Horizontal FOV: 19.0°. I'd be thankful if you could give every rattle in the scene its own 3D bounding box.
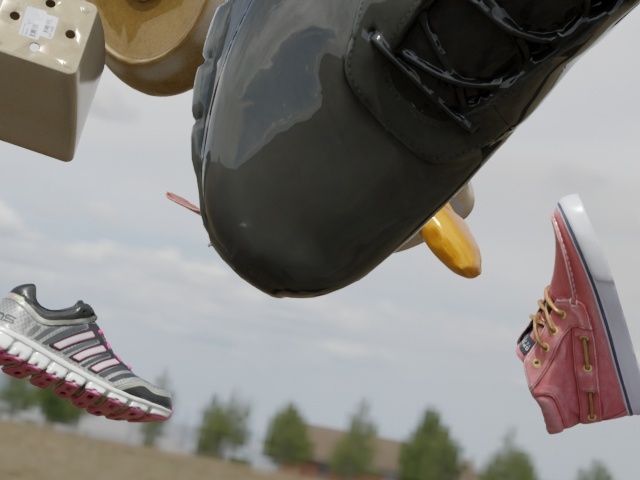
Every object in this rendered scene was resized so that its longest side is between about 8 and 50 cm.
[{"bbox_3d":[0.000,0.000,1.209,0.200,0.143,0.130,-12,-30,7],"label":"rattle"}]

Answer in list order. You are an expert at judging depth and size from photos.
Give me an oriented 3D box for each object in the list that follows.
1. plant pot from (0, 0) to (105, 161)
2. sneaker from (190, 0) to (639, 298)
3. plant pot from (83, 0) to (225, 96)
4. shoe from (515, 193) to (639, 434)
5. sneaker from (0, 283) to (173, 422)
[{"bbox_3d":[-0.229,-0.146,1.534,0.109,0.109,0.096,19,-33,-8],"label":"plant pot"},{"bbox_3d":[0.062,-0.101,0.624,0.109,0.286,0.130,37,-3,-21],"label":"sneaker"},{"bbox_3d":[-0.141,-0.243,1.650,0.032,0.236,0.236,2,2,-45],"label":"plant pot"},{"bbox_3d":[0.174,0.057,1.358,0.081,0.178,0.063,-18,23,6],"label":"shoe"},{"bbox_3d":[-0.184,0.087,1.493,0.170,0.075,0.063,27,-24,-17],"label":"sneaker"}]
